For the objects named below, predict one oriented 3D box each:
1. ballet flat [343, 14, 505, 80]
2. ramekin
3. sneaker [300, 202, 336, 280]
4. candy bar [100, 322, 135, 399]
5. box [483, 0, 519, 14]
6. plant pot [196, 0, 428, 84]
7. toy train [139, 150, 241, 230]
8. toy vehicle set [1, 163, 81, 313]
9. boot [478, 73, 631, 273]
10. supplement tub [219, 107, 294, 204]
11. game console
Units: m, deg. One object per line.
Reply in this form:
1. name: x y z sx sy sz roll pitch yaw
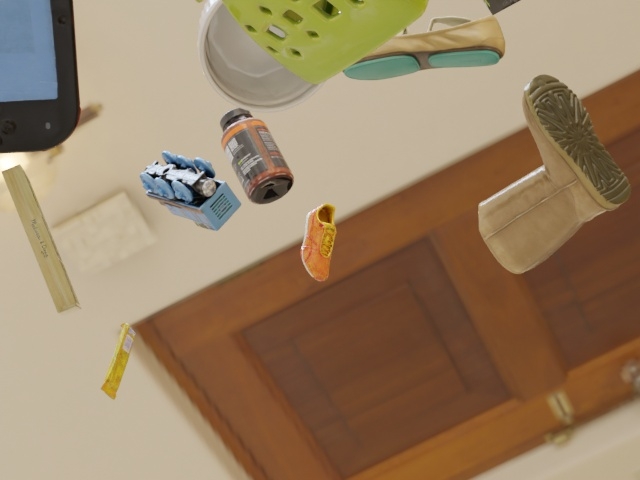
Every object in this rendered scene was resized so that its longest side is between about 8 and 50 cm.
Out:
1. ballet flat: 0.142 -0.273 1.701 0.080 0.232 0.073 57 -150 -71
2. ramekin: -0.086 -0.304 1.800 0.207 0.207 0.109 60 180 -30
3. sneaker: 0.000 0.000 2.462 0.064 0.067 0.175 18 -124 -31
4. candy bar: -0.372 0.220 2.239 0.040 0.018 0.161 51 -146 -35
5. box: 0.211 -0.333 1.491 0.062 0.052 0.083 56 -172 -53
6. plant pot: -0.008 -0.337 1.302 0.207 0.228 0.227 26 -117 -25
7. toy train: -0.211 -0.078 1.916 0.184 0.080 0.105 14 145 50
8. toy vehicle set: -0.494 0.004 2.151 0.166 0.035 0.266 156 92 -80
9. boot: 0.317 -0.092 1.841 0.236 0.089 0.269 61 147 7
10. supplement tub: -0.137 -0.177 2.468 0.197 0.106 0.106 63 -175 27
11. game console: -0.512 -0.302 1.664 0.060 0.342 0.386 -128 35 -63
